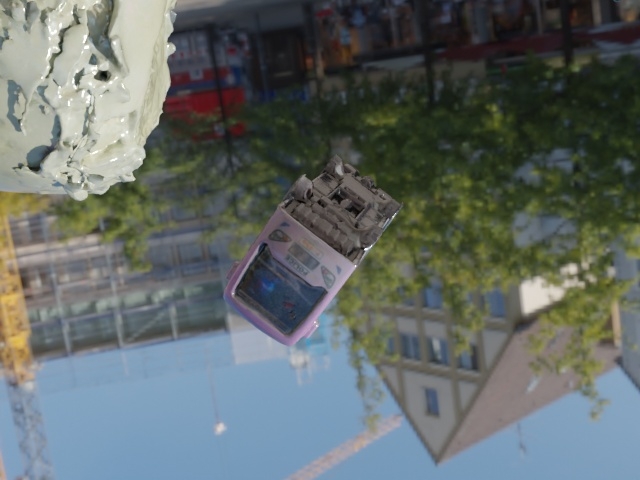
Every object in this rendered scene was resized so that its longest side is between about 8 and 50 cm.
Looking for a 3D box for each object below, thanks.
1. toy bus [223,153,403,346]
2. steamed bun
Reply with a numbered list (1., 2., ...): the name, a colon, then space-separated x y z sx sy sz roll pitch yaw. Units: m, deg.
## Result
1. toy bus: 0.000 0.000 0.382 0.037 0.052 0.131 37 -163 2
2. steamed bun: -0.280 -0.169 0.827 0.311 0.334 0.233 10 -134 0
